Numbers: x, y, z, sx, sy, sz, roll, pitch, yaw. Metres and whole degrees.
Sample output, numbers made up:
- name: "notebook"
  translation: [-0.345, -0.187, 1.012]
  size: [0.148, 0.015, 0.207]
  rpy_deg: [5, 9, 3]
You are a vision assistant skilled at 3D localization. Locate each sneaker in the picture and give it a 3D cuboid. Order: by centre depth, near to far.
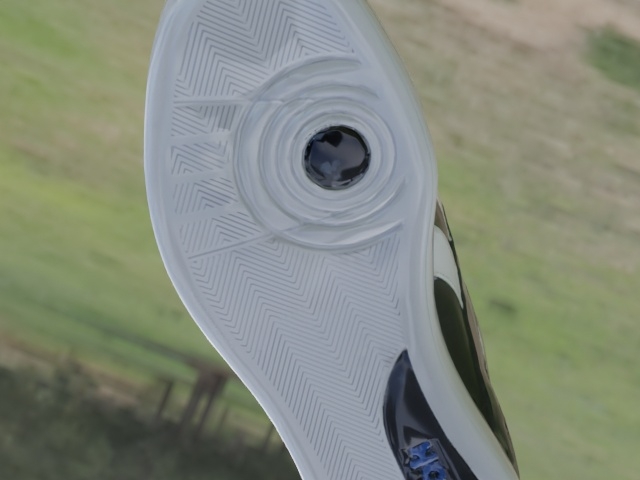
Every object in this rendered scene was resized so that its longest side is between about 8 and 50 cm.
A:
- name: "sneaker"
  translation: [0.000, 0.000, 0.595]
  size: [0.079, 0.216, 0.121]
  rpy_deg: [-17, -156, 2]
